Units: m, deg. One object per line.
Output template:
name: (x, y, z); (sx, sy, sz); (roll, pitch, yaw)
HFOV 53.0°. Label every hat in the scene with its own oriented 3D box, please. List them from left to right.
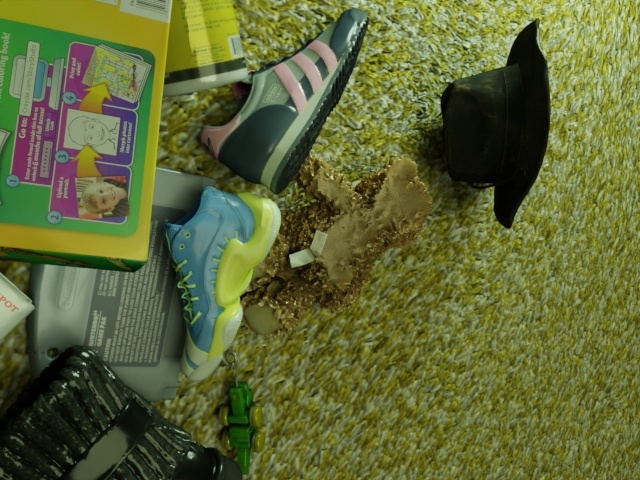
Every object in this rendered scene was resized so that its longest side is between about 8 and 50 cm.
hat: (0.254, -0.185, 1.010); (0.134, 0.331, 0.331); (5, 97, 5)

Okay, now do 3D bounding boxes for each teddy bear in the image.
teddy bear: (0.000, 0.000, 0.923); (0.338, 0.113, 0.245); (-48, 115, -10)

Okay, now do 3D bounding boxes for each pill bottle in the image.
pill bottle: (-0.162, -0.277, 0.733); (0.119, 0.119, 0.208); (-23, 110, -31)

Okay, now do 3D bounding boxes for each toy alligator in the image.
toy alligator: (-0.110, 0.237, 0.909); (0.051, 0.056, 0.189); (-43, 131, -72)

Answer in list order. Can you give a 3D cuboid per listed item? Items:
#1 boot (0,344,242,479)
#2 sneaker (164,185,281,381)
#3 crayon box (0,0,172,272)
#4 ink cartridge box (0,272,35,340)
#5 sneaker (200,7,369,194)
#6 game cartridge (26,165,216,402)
boot: (-0.267, 0.313, 0.667); (0.260, 0.131, 0.347); (43, 59, -25)
sneaker: (-0.146, 0.043, 0.775); (0.126, 0.091, 0.240); (24, 85, -17)
crayon box: (-0.227, -0.119, 0.561); (0.166, 0.081, 0.278); (7, 81, -22)
ink cartridge box: (-0.396, 0.082, 0.664); (0.150, 0.063, 0.109); (-48, 121, -19)
sneaker: (-0.039, -0.213, 0.847); (0.131, 0.112, 0.318); (25, 59, 5)
game cartridge: (-0.243, 0.049, 0.777); (0.196, 0.060, 0.294); (10, 92, -40)
